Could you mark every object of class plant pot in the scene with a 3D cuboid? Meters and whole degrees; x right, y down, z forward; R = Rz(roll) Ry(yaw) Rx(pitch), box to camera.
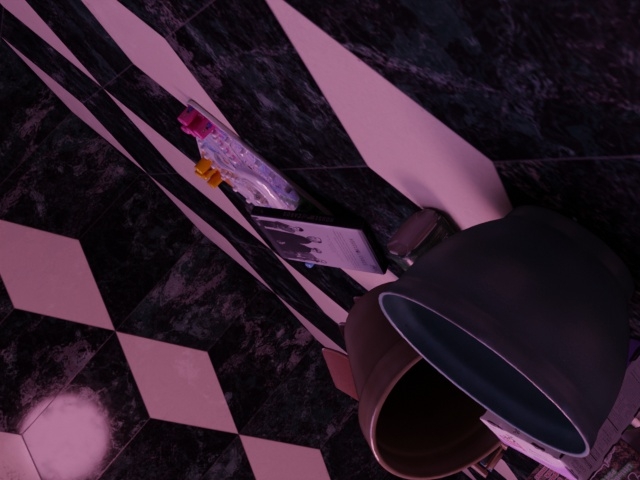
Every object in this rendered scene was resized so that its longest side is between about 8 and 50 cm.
[{"bbox_3d":[0.243,0.084,0.966,0.293,0.196,0.293,39,169,9],"label":"plant pot"},{"bbox_3d":[0.184,0.222,1.502,0.323,0.323,0.280,50,-178,-36],"label":"plant pot"}]

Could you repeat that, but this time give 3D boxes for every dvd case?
[{"bbox_3d":[0.000,0.000,1.614,0.238,0.030,0.179,8,154,25],"label":"dvd case"}]

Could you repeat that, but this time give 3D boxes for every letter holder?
[{"bbox_3d":[0.118,0.262,1.961,0.214,0.152,0.302,67,162,-12],"label":"letter holder"}]

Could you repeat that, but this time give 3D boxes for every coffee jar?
[{"bbox_3d":[0.189,0.045,1.235,0.184,0.096,0.079,48,169,-27],"label":"coffee jar"}]

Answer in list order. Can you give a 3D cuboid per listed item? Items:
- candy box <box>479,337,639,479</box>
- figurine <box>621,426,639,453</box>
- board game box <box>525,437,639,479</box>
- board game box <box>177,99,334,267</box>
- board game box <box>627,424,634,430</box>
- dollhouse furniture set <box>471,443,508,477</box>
[{"bbox_3d":[0.343,0.213,1.122,0.070,0.196,0.165,46,167,-25],"label":"candy box"},{"bbox_3d":[0.575,0.373,1.265,0.215,0.092,0.209,43,172,-7],"label":"figurine"},{"bbox_3d":[0.469,0.418,1.149,0.291,0.141,0.232,43,180,44],"label":"board game box"},{"bbox_3d":[-0.143,-0.107,1.819,0.390,0.050,0.390,40,168,6],"label":"board game box"},{"bbox_3d":[0.536,0.405,1.533,0.242,0.064,0.316,42,168,-4],"label":"board game box"},{"bbox_3d":[0.363,0.410,1.792,0.129,0.184,0.129,36,167,21],"label":"dollhouse furniture set"}]
